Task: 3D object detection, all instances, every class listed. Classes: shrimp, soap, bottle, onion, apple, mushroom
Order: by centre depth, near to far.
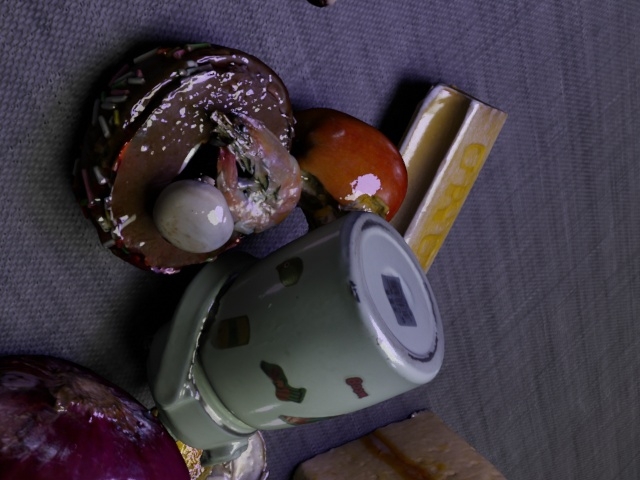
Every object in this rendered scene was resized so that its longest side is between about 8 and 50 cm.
[{"bbox_3d":[-0.125,-0.032,1.252,0.079,0.085,0.085,-80,167,-45],"label":"mushroom"},{"bbox_3d":[-0.074,-0.073,1.289,0.101,0.042,0.190,-38,141,-9],"label":"shrimp"},{"bbox_3d":[-0.292,0.295,1.331,0.282,0.260,0.336,-54,145,8],"label":"onion"},{"bbox_3d":[-0.056,0.115,1.425,0.351,0.229,0.229,-25,154,26],"label":"bottle"},{"bbox_3d":[0.015,-0.082,1.462,0.147,0.156,0.158,-53,134,-19],"label":"apple"},{"bbox_3d":[0.138,-0.069,1.636,0.274,0.089,0.173,-64,161,11],"label":"soap"}]

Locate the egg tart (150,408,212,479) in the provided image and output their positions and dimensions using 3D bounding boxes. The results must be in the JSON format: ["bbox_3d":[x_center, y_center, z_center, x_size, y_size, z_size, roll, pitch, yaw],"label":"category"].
[{"bbox_3d":[-0.184,0.272,1.570,0.130,0.052,0.130,-3,95,-30],"label":"egg tart"}]

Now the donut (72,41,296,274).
[{"bbox_3d":[-0.144,-0.090,1.316,0.269,0.103,0.270,-27,136,-30],"label":"donut"}]

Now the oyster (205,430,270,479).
[{"bbox_3d":[-0.214,0.348,1.620,0.345,0.078,0.129,-34,118,-24],"label":"oyster"}]

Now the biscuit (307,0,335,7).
[{"bbox_3d":[0.065,-0.328,1.401,0.219,0.055,0.061,-37,124,-23],"label":"biscuit"}]

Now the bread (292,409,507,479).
[{"bbox_3d":[0.137,0.437,1.876,0.345,0.405,0.242,-11,116,-29],"label":"bread"}]
